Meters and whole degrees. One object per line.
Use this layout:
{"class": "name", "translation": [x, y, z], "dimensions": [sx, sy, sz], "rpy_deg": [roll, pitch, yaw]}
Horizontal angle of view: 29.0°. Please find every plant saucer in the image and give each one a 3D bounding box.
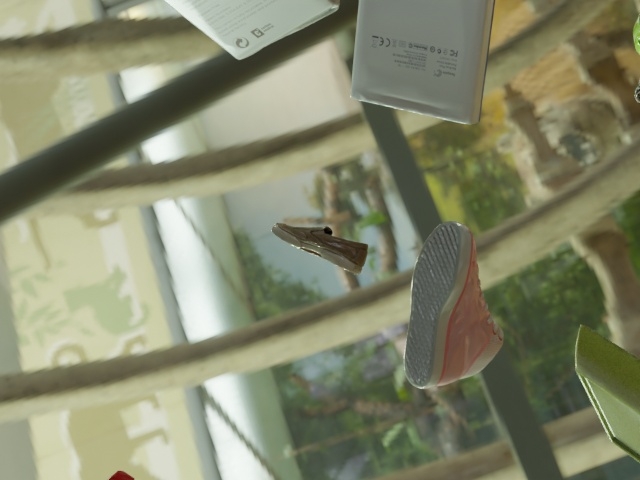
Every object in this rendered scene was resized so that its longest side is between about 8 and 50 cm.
{"class": "plant saucer", "translation": [0.375, 0.209, 1.450], "dimensions": [0.188, 0.045, 0.188], "rpy_deg": [59, 168, -30]}

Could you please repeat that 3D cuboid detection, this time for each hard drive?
{"class": "hard drive", "translation": [0.152, -0.345, 1.787], "dimensions": [0.040, 0.210, 0.318], "rpy_deg": [-21, -59, -52]}

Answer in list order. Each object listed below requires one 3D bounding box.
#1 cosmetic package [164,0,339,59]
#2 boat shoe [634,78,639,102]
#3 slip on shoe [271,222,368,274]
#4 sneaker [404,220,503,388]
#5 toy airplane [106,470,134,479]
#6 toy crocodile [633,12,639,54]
{"class": "cosmetic package", "translation": [-0.152, -0.393, 1.285], "dimensions": [0.385, 0.156, 0.217], "rpy_deg": [35, -135, -39]}
{"class": "boat shoe", "translation": [0.431, -0.194, 1.629], "dimensions": [0.100, 0.035, 0.035], "rpy_deg": [-97, 9, -56]}
{"class": "slip on shoe", "translation": [0.000, 0.000, 1.578], "dimensions": [0.135, 0.041, 0.051], "rpy_deg": [25, -178, 30]}
{"class": "sneaker", "translation": [0.109, 0.049, 0.958], "dimensions": [0.051, 0.070, 0.134], "rpy_deg": [31, 117, 53]}
{"class": "toy airplane", "translation": [-0.140, 0.240, 0.995], "dimensions": [0.151, 0.151, 0.028], "rpy_deg": [-107, 35, -49]}
{"class": "toy crocodile", "translation": [0.605, -0.282, 1.699], "dimensions": [0.115, 0.341, 0.105], "rpy_deg": [38, -128, -68]}
